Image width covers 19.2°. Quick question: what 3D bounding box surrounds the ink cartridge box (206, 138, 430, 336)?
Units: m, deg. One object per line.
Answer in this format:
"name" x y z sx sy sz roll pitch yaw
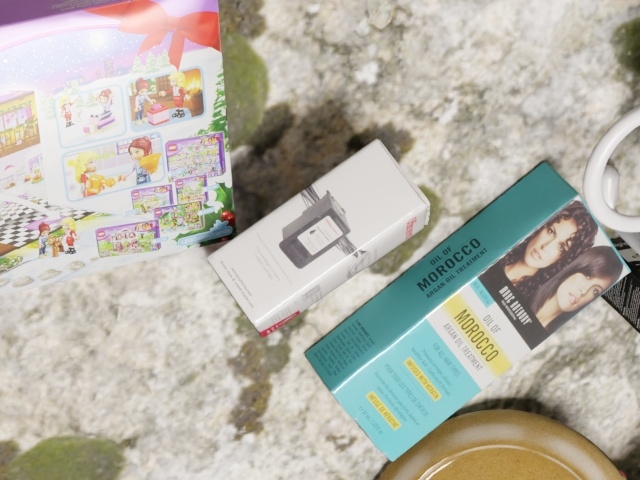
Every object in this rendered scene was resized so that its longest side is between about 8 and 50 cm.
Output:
"ink cartridge box" 0.000 0.000 1.363 0.150 0.109 0.063 -35 82 -4

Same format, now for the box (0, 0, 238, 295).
"box" -0.206 -0.065 1.267 0.293 0.057 0.200 -14 124 -17

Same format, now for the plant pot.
"plant pot" 0.147 0.256 1.534 0.236 0.032 0.236 0 86 5

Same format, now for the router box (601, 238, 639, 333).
"router box" 0.328 0.039 1.525 0.179 0.133 0.046 -6 119 -21

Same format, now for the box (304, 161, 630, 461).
"box" 0.116 0.057 1.483 0.244 0.060 0.100 -39 126 0

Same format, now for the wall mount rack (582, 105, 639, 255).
"wall mount rack" 0.335 -0.144 1.435 0.350 0.130 0.304 -11 125 -19

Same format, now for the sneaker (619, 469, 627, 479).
"sneaker" 0.180 0.242 1.612 0.209 0.081 0.094 -13 123 -31
